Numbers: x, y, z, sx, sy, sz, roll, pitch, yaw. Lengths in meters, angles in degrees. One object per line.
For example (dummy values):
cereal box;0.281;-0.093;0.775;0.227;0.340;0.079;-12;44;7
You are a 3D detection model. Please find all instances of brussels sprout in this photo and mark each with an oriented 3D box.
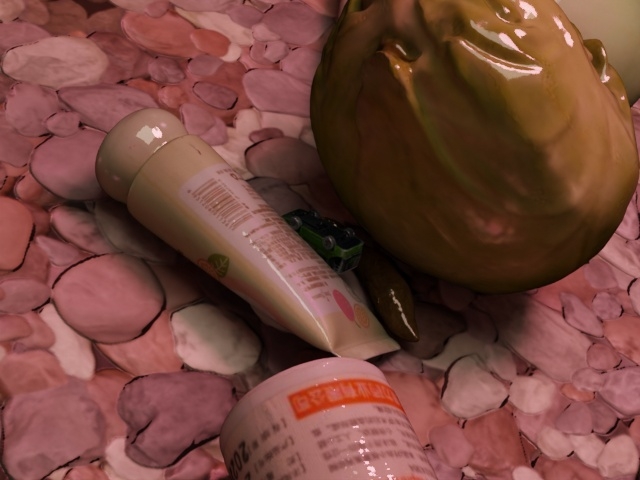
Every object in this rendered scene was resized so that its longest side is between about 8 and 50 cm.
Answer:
brussels sprout;0.137;-0.102;1.165;0.328;0.328;0.247;40;48;17

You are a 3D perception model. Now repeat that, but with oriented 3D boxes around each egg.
egg;0.227;-0.218;1.361;0.270;0.220;0.220;7;45;-19

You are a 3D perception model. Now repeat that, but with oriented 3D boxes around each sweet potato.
sweet potato;0.052;0.033;1.174;0.153;0.038;0.041;53;12;29

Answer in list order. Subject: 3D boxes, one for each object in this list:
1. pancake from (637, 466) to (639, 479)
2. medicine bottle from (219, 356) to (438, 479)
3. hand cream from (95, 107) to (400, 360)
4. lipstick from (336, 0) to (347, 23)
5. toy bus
pancake;0.385;0.239;1.118;0.235;0.029;0.212;1;48;-19
medicine bottle;0.030;0.218;0.910;0.144;0.144;0.252;-6;53;-27
hand cream;-0.064;0.001;1.118;0.306;0.093;0.147;39;13;16
lipstick;0.062;-0.246;1.418;0.087;0.087;0.327;15;43;-8
toy bus;0.000;0.000;1.168;0.083;0.037;0.031;29;36;36
